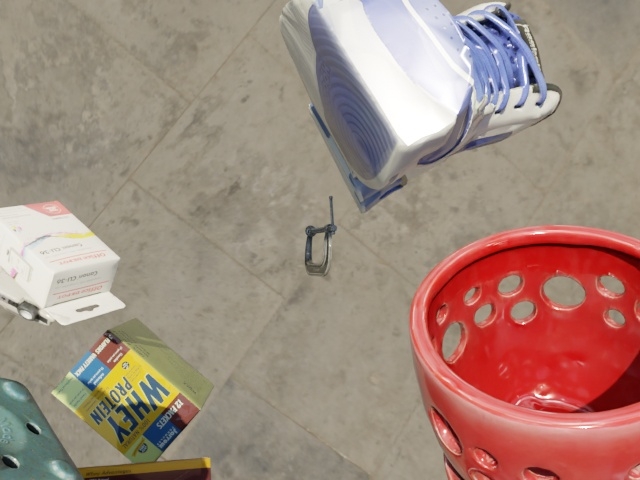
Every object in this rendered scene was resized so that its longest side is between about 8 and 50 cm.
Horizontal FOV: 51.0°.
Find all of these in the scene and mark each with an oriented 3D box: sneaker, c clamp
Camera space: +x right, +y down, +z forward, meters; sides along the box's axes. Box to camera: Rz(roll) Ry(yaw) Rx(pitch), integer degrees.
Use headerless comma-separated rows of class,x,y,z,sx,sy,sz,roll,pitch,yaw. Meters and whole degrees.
sneaker,0.084,-0.120,0.480,0.182,0.315,0.127,-29,87,1
c clamp,0.000,0.000,1.231,0.022,0.161,0.137,1,82,-20

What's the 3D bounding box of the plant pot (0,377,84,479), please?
plant pot,-0.342,0.242,0.544,0.252,0.248,0.247,-51,146,0

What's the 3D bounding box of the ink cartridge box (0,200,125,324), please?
ink cartridge box,-0.370,0.027,0.952,0.115,0.198,0.067,-18,139,-55

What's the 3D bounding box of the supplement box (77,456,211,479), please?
supplement box,-0.238,0.412,0.890,0.192,0.194,0.129,-2,119,-9

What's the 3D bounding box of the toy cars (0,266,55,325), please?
toy cars,-0.602,0.088,1.089,0.394,0.087,0.176,-4,55,-27

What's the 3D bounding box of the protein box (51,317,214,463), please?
protein box,-0.310,0.255,1.153,0.200,0.201,0.136,41,87,-2

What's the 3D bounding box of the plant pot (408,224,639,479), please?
plant pot,0.164,0.108,0.473,0.191,0.191,0.174,-29,130,-20
